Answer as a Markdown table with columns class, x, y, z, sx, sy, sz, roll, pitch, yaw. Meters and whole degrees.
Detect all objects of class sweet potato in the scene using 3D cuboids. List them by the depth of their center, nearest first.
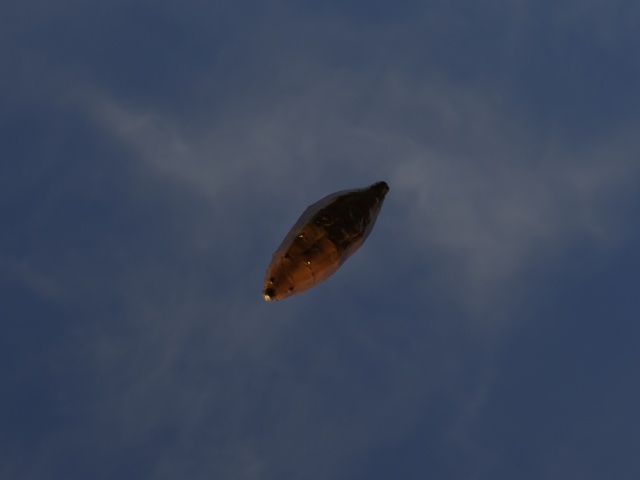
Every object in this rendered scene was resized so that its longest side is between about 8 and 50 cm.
| class | x | y | z | sx | sy | sz | roll | pitch | yaw |
| --- | --- | --- | --- | --- | --- | --- | --- | --- | --- |
| sweet potato | 0.000 | 0.000 | 0.629 | 0.034 | 0.034 | 0.095 | 45 | -122 | 8 |
